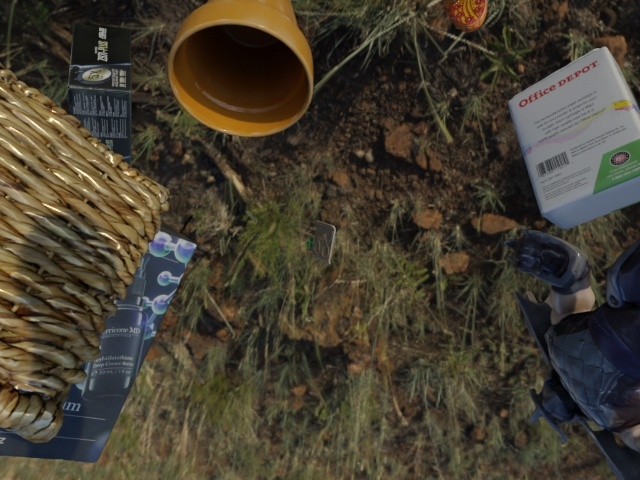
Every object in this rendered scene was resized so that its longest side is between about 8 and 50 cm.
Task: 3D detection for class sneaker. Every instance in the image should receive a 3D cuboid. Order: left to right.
[{"bbox_3d":[0.253,-0.394,0.868,0.064,0.175,0.067,-17,128,18],"label":"sneaker"}]

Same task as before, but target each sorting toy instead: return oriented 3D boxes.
[{"bbox_3d":[0.000,0.000,0.800,0.012,0.083,0.062,1,100,-30],"label":"sorting toy"}]

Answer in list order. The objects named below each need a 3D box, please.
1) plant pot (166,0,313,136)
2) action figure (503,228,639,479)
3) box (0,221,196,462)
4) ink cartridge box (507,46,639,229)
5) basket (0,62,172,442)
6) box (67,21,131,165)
[{"bbox_3d":[-0.111,-0.296,0.763,0.205,0.188,0.205,1,147,1],"label":"plant pot"},{"bbox_3d":[0.183,0.041,0.277,0.099,0.185,0.285,-15,144,-23],"label":"action figure"},{"bbox_3d":[-0.435,0.110,0.798,0.294,0.395,0.212,25,178,-38],"label":"box"},{"bbox_3d":[0.508,-0.193,0.973,0.117,0.278,0.201,20,145,-41],"label":"ink cartridge box"},{"bbox_3d":[-0.299,-0.003,0.335,0.213,0.223,0.299,-31,123,31],"label":"basket"},{"bbox_3d":[-0.318,-0.195,0.739,0.078,0.147,0.180,-1,144,-21],"label":"box"}]
